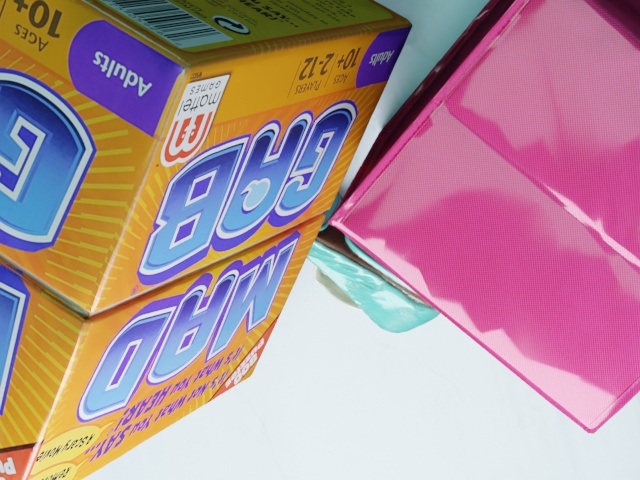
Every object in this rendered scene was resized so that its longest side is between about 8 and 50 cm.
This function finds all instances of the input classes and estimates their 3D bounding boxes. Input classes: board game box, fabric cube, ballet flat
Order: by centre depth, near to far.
[{"bbox_3d":[-0.211,-0.078,1.073,0.356,0.356,0.356,32,114,16],"label":"board game box"},{"bbox_3d":[0.198,-0.059,1.097,0.258,0.254,0.259,38,113,-5],"label":"fabric cube"},{"bbox_3d":[0.000,0.000,1.257,0.247,0.083,0.087,39,127,-2],"label":"ballet flat"}]
